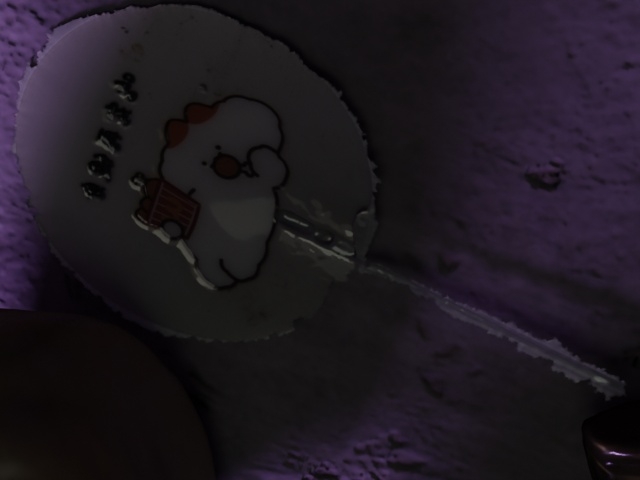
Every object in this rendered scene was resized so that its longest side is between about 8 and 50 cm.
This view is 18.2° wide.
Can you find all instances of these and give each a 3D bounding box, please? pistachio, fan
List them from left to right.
[{"bbox_3d":[-0.148,0.147,1.028,0.166,0.197,0.288,42,155,43],"label":"pistachio"},{"bbox_3d":[0.000,0.000,0.962,0.329,0.009,0.191,24,125,3],"label":"fan"}]

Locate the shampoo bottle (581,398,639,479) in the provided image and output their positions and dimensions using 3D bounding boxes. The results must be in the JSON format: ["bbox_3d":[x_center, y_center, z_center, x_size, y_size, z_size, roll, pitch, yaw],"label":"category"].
[{"bbox_3d":[0.211,0.238,0.994,0.084,0.125,0.350,-21,111,-6],"label":"shampoo bottle"}]
